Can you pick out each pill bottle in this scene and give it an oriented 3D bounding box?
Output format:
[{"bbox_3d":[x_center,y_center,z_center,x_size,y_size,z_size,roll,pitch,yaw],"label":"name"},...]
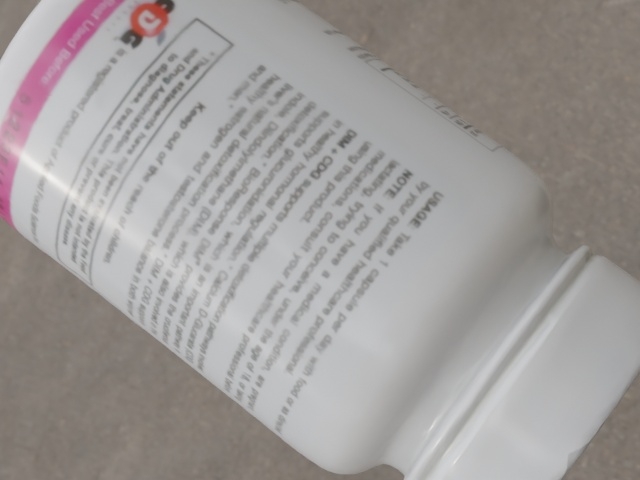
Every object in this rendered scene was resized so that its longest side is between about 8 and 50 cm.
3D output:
[{"bbox_3d":[0.000,0.000,0.587,0.160,0.283,0.160,-51,-11,-14],"label":"pill bottle"}]
